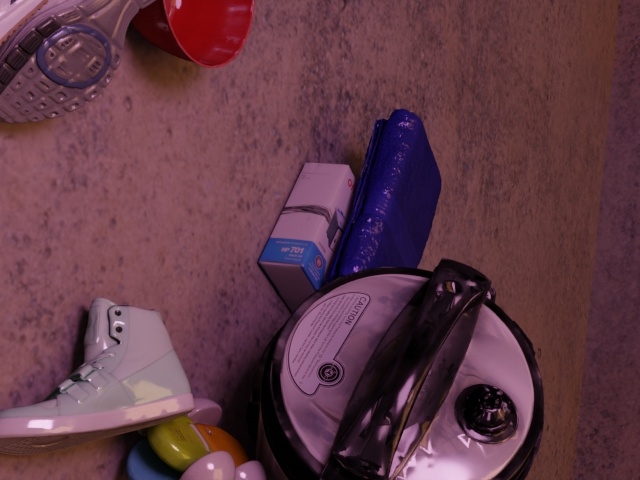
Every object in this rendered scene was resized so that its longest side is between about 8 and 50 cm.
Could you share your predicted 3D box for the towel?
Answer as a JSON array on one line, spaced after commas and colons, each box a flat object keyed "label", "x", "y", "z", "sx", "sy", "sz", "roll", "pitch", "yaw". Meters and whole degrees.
[{"label": "towel", "x": 0.097, "y": -0.017, "z": 1.711, "sx": 0.227, "sy": 0.076, "sz": 0.308, "roll": 63, "pitch": 41, "yaw": -54}]

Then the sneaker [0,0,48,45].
[{"label": "sneaker", "x": -0.338, "y": -0.267, "z": 1.066, "sx": 0.282, "sy": 0.099, "sz": 0.153, "roll": -60, "pitch": 143, "yaw": -32}]

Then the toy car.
[{"label": "toy car", "x": -0.168, "y": 0.277, "z": 1.405, "sx": 0.136, "sy": 0.159, "sz": 0.182, "roll": -44, "pitch": 150, "yaw": 6}]

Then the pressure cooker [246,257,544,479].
[{"label": "pressure cooker", "x": 0.099, "y": 0.238, "z": 1.495, "sx": 0.420, "sy": 0.375, "sz": 0.370, "roll": 99, "pitch": -23, "yaw": -56}]

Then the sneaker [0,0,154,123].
[{"label": "sneaker", "x": -0.259, "y": -0.246, "z": 1.200, "sx": 0.297, "sy": 0.129, "sz": 0.111, "roll": -53, "pitch": 142, "yaw": -16}]

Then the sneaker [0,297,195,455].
[{"label": "sneaker", "x": -0.270, "y": 0.146, "z": 1.265, "sx": 0.256, "sy": 0.094, "sz": 0.151, "roll": -7, "pitch": 73, "yaw": -44}]

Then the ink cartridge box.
[{"label": "ink cartridge box", "x": 0.000, "y": 0.000, "z": 1.691, "sx": 0.139, "sy": 0.082, "sz": 0.190, "roll": 59, "pitch": 46, "yaw": -44}]

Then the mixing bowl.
[{"label": "mixing bowl", "x": -0.168, "y": -0.294, "z": 1.351, "sx": 0.181, "sy": 0.098, "sz": 0.181, "roll": -9, "pitch": 101, "yaw": -59}]
